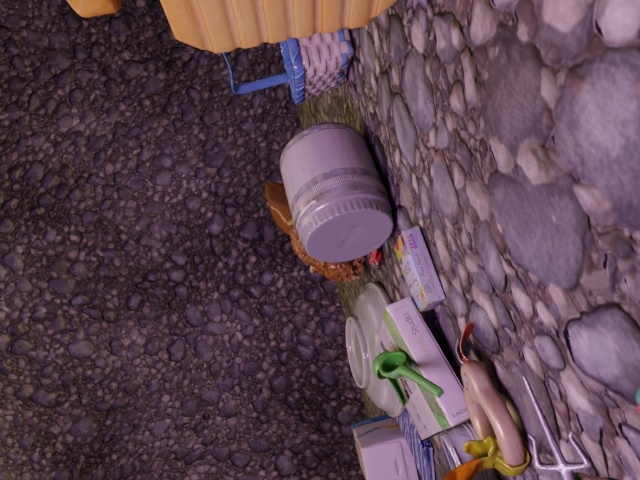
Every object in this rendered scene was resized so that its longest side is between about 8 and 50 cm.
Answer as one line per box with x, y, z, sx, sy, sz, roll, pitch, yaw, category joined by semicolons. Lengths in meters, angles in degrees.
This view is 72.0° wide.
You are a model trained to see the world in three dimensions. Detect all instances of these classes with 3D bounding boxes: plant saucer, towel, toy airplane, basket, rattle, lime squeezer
0.148;0.327;1.321;0.400;0.101;0.400;173;90;-80;plant saucer
0.260;0.557;1.310;0.336;0.040;0.243;-111;8;-62;towel
0.145;0.010;1.206;0.151;0.028;0.151;168;90;-85;toy airplane
-0.080;-0.432;1.037;0.255;0.289;0.201;154;98;-83;basket
0.189;0.235;0.623;0.199;0.143;0.130;70;-167;15;rattle
0.141;0.253;0.812;0.310;0.059;0.109;92;154;-67;lime squeezer

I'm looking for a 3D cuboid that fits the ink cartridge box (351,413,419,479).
0.218;0.735;1.522;0.233;0.168;0.171;137;121;-84;ink cartridge box

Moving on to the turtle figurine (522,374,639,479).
0.208;0.153;0.210;0.234;0.118;0.175;58;-177;24;turtle figurine

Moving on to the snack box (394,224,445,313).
0.180;0.056;0.814;0.100;0.037;0.141;84;171;-70;snack box

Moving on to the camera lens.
0.031;-0.115;1.016;0.219;0.220;0.274;83;173;-57;camera lens

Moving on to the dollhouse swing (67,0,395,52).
-0.019;-0.244;0.400;0.305;0.347;0.315;85;171;-58;dollhouse swing

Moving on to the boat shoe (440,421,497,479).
0.249;0.419;0.721;0.079;0.081;0.227;107;150;-82;boat shoe

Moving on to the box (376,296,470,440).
0.197;0.276;0.905;0.322;0.059;0.232;81;164;-62;box

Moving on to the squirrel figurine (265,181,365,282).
0.000;0.000;1.560;0.397;0.281;0.370;-104;-3;-48;squirrel figurine
